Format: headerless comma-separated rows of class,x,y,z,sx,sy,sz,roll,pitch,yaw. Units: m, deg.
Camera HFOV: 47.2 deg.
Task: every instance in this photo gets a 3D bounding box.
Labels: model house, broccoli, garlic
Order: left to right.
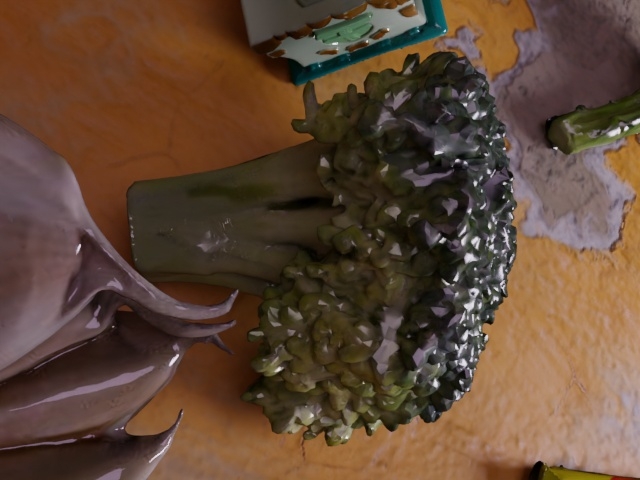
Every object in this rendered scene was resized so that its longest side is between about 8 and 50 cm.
garlic,-0.197,0.053,0.353,0.292,0.210,0.237,-33,79,-13
broccoli,0.000,0.000,0.480,0.244,0.263,0.247,2,40,3
model house,0.020,-0.184,0.547,0.127,0.149,0.100,-15,83,20
broccoli,0.302,-0.122,0.669,0.204,0.122,0.118,-21,71,-11

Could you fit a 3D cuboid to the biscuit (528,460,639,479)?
biscuit,0.292,0.220,0.610,0.292,0.026,0.048,12,93,-19
